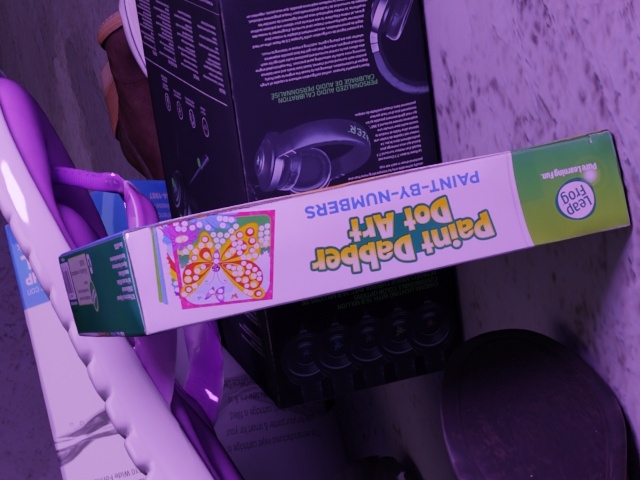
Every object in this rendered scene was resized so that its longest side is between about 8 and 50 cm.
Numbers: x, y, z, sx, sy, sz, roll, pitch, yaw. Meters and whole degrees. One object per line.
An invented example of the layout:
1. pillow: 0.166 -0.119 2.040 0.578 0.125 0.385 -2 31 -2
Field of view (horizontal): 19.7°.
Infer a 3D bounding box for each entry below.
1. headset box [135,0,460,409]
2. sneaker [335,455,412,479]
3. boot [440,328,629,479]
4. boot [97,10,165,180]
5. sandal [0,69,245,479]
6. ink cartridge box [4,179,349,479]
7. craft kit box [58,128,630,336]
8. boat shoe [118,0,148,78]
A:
1. headset box: -0.019 -0.047 1.228 0.246 0.131 0.283 -145 45 -68
2. sneaker: 0.065 0.236 1.302 0.178 0.072 0.077 -107 2 -47
3. boot: 0.140 0.217 1.009 0.264 0.096 0.280 57 163 36
4. boot: -0.137 -0.112 1.760 0.207 0.090 0.248 63 161 8
5. sandal: -0.098 0.063 1.189 0.416 0.102 0.169 62 179 4
6. ink cartridge box: -0.100 0.116 1.445 0.223 0.129 0.307 -1 -105 -60
7. craft kit box: 0.000 0.000 0.976 0.250 0.246 0.061 170 85 -76
8. boat shoe: -0.111 -0.235 1.508 0.088 0.096 0.267 -122 32 -63
